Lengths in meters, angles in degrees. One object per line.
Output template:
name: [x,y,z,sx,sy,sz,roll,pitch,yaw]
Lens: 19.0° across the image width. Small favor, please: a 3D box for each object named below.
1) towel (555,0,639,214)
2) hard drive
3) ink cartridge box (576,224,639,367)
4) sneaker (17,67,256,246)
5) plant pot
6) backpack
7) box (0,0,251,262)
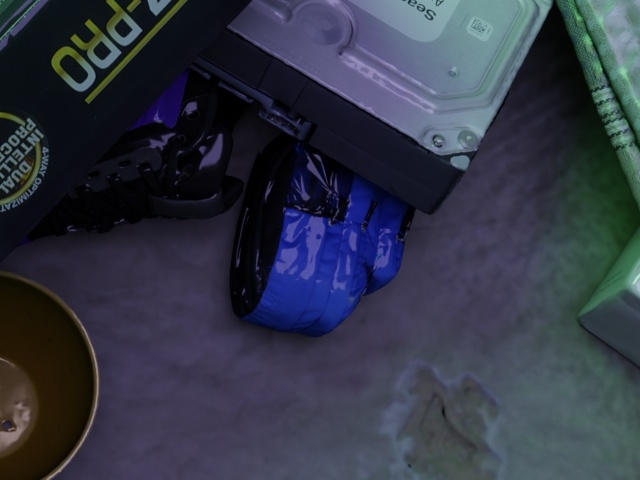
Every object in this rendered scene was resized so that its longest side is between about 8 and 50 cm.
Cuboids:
towel: [0.317,-0.109,1.144,0.312,0.056,0.324,-19,80,-12]
hard drive: [0.043,-0.204,1.188,0.237,0.064,0.339,31,55,-1]
ink cartridge box: [0.352,-0.038,1.223,0.207,0.119,0.353,37,75,1]
sneaker: [-0.126,-0.054,1.146,0.293,0.102,0.146,-43,73,-15]
plant pot: [-0.198,0.092,1.118,0.134,0.095,0.134,2,76,-8]
backpack: [0.000,0.000,1.171,0.101,0.098,0.120,17,74,-8]
box: [-0.178,-0.135,1.030,0.395,0.318,0.097,-48,124,-5]
